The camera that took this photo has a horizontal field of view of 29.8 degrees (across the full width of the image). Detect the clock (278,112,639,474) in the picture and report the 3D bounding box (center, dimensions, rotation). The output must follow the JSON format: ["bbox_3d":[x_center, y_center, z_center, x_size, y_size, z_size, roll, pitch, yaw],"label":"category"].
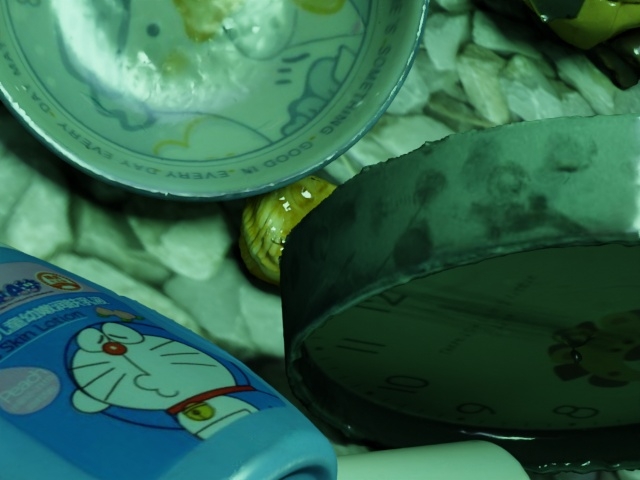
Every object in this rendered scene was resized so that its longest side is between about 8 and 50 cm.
[{"bbox_3d":[0.132,0.045,0.617,0.312,0.312,0.061,16,58,-25],"label":"clock"}]

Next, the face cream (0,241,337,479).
[{"bbox_3d":[-0.123,0.063,0.513,0.264,0.083,0.149,26,25,28],"label":"face cream"}]

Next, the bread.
[{"bbox_3d":[0.000,0.000,0.746,0.110,0.044,0.083,19,45,-25],"label":"bread"}]

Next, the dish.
[{"bbox_3d":[-0.081,-0.160,0.741,0.273,0.134,0.273,0,92,-13],"label":"dish"}]

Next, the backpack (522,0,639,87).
[{"bbox_3d":[0.230,-0.333,1.045,0.353,0.201,0.378,46,47,4],"label":"backpack"}]

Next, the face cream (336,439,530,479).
[{"bbox_3d":[-0.032,0.152,0.574,0.311,0.092,0.092,1,58,-36],"label":"face cream"}]
